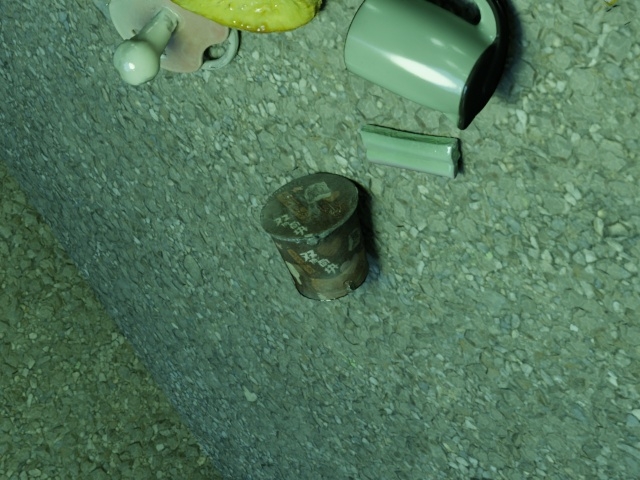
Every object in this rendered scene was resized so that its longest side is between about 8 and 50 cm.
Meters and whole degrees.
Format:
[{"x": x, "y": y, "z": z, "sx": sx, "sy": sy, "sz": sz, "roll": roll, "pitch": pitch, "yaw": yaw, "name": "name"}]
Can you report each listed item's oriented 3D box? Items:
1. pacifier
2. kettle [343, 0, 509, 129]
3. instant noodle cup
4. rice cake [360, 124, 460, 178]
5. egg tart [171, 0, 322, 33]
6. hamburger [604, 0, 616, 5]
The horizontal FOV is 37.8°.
[{"x": -0.325, "y": -0.443, "z": 1.931, "sx": 0.332, "sy": 0.273, "sz": 0.221, "roll": -28, "pitch": 83, "yaw": 55, "name": "pacifier"}, {"x": 0.188, "y": -0.325, "z": 1.520, "sx": 0.236, "sy": 0.161, "sz": 0.221, "roll": 32, "pitch": 112, "yaw": 24, "name": "kettle"}, {"x": 0.000, "y": 0.000, "z": 1.994, "sx": 0.217, "sy": 0.217, "sz": 0.207, "roll": 19, "pitch": 142, "yaw": 37, "name": "instant noodle cup"}, {"x": 0.170, "y": -0.167, "z": 1.775, "sx": 0.221, "sy": 0.042, "sz": 0.080, "roll": 15, "pitch": 131, "yaw": 40, "name": "rice cake"}, {"x": -0.140, "y": -0.476, "z": 1.695, "sx": 0.315, "sy": 0.314, "sz": 0.120, "roll": -1, "pitch": 79, "yaw": 49, "name": "egg tart"}, {"x": 0.391, "y": -0.443, "z": 1.161, "sx": 0.262, "sy": 0.138, "sz": 0.243, "roll": 59, "pitch": 151, "yaw": 6, "name": "hamburger"}]
